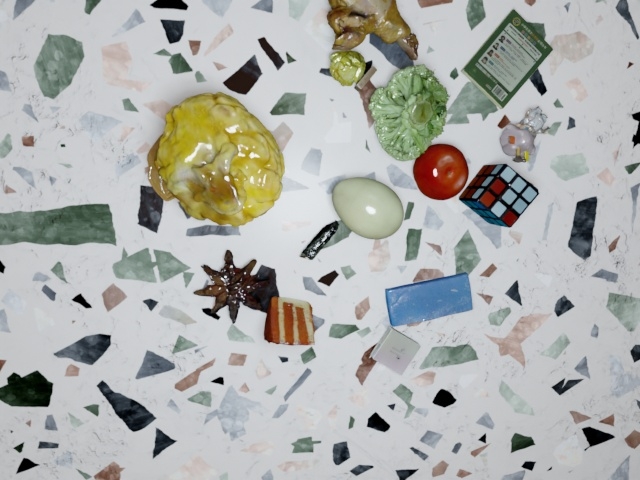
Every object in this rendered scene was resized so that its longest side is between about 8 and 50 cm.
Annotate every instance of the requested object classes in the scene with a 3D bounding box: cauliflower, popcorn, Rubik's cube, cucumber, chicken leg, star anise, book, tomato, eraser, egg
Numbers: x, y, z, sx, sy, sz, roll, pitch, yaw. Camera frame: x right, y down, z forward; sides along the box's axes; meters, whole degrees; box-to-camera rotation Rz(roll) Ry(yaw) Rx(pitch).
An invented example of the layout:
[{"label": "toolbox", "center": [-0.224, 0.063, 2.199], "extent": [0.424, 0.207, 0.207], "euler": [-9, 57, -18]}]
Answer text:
[{"label": "cauliflower", "center": [0.299, -0.410, 1.381], "extent": [0.273, 0.250, 0.275], "euler": [-28, 101, 1]}, {"label": "popcorn", "center": [-0.295, -0.234, 1.319], "extent": [0.354, 0.344, 0.389], "euler": [4, 72, -46]}, {"label": "Rubik's cube", "center": [0.608, -0.156, 1.496], "extent": [0.162, 0.160, 0.163], "euler": [38, 92, -9]}, {"label": "cucumber", "center": [0.000, 0.000, 1.515], "extent": [0.053, 0.053, 0.181], "euler": [40, 90, -10]}, {"label": "chicken leg", "center": [0.147, -0.685, 1.369], "extent": [0.410, 0.182, 0.294], "euler": [34, 76, -26]}, {"label": "star anise", "center": [-0.300, 0.170, 1.480], "extent": [0.273, 0.102, 0.271], "euler": [-1, 101, -3]}, {"label": "book", "center": [0.642, -0.620, 1.498], "extent": [0.202, 0.027, 0.264], "euler": [39, 94, -9]}, {"label": "tomato", "center": [0.410, -0.232, 1.476], "extent": [0.196, 0.136, 0.194], "euler": [-1, 98, -7]}, {"label": "popcorn", "center": [0.087, -0.560, 1.416], "extent": [0.116, 0.121, 0.106], "euler": [23, 135, 27]}, {"label": "eraser", "center": [0.397, 0.215, 1.588], "extent": [0.313, 0.042, 0.143], "euler": [-11, 100, -4]}, {"label": "egg", "center": [0.155, -0.110, 1.441], "extent": [0.254, 0.188, 0.188], "euler": [33, 94, -6]}]

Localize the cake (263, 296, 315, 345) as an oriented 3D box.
[{"label": "cake", "center": [-0.095, 0.268, 1.450], "extent": [0.159, 0.262, 0.159], "euler": [9, 78, -12]}]

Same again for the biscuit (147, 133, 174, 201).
[{"label": "biscuit", "center": [-0.497, -0.238, 1.435], "extent": [0.142, 0.029, 0.220], "euler": [3, 98, -7]}]

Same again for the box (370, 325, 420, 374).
[{"label": "box", "center": [0.275, 0.402, 1.599], "extent": [0.129, 0.051, 0.130], "euler": [32, 94, -9]}]

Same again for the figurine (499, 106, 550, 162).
[{"label": "figurine", "center": [0.700, -0.364, 1.505], "extent": [0.137, 0.112, 0.229], "euler": [43, 79, -18]}]

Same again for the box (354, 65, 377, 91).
[{"label": "box", "center": [0.149, -0.536, 1.446], "extent": [0.024, 0.053, 0.083], "euler": [42, 91, -9]}]
